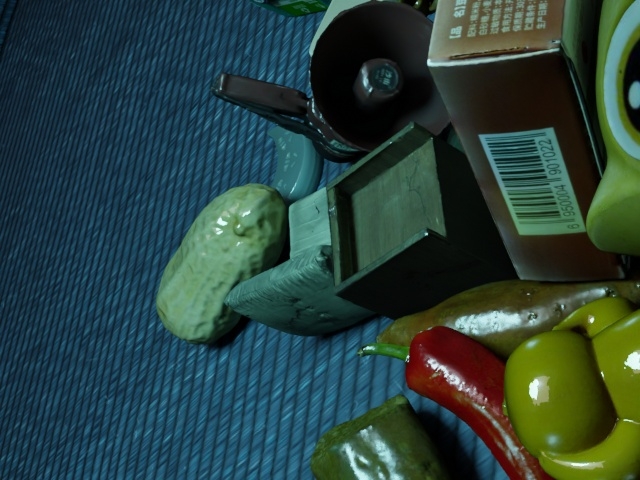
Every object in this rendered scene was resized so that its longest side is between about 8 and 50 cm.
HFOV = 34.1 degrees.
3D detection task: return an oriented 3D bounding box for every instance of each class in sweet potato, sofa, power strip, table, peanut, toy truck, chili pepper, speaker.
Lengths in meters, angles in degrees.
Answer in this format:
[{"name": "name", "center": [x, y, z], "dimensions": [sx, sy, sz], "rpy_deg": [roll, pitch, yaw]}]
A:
[{"name": "sweet potato", "center": [0.214, 0.099, 1.163], "dimensions": [0.359, 0.112, 0.112], "rpy_deg": [-11, 60, 34]}, {"name": "sofa", "center": [0.000, 0.000, 1.446], "dimensions": [0.210, 0.176, 0.225], "rpy_deg": [-25, 51, 43]}, {"name": "power strip", "center": [-0.057, -0.094, 1.694], "dimensions": [0.137, 0.044, 0.215], "rpy_deg": [-15, 58, 47]}, {"name": "table", "center": [0.126, -0.001, 1.267], "dimensions": [0.172, 0.193, 0.169], "rpy_deg": [-35, 45, 36]}, {"name": "peanut", "center": [-0.151, 0.033, 1.632], "dimensions": [0.313, 0.152, 0.152], "rpy_deg": [-59, 32, 34]}, {"name": "toy truck", "center": [-0.034, -0.462, 1.824], "dimensions": [0.253, 0.124, 0.114], "rpy_deg": [6, 74, 52]}, {"name": "sweet potato", "center": [0.101, 0.318, 1.157], "dimensions": [0.158, 0.158, 0.369], "rpy_deg": [-49, 45, 21]}, {"name": "chili pepper", "center": [0.179, 0.205, 1.069], "dimensions": [0.137, 0.092, 0.368], "rpy_deg": [-48, 60, 17]}, {"name": "speaker", "center": [0.010, -0.172, 1.414], "dimensions": [0.329, 0.259, 0.198], "rpy_deg": [152, 103, -72]}]

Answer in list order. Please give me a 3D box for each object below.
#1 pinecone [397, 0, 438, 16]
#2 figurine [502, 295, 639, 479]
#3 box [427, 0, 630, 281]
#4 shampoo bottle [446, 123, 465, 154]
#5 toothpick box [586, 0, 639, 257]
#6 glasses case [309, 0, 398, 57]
[{"name": "pinecone", "center": [0.190, -0.374, 1.367], "dimensions": [0.244, 0.309, 0.244], "rpy_deg": [-49, 2, 3]}, {"name": "figurine", "center": [0.297, 0.131, 0.962], "dimensions": [0.228, 0.215, 0.215], "rpy_deg": [-35, 44, 32]}, {"name": "box", "center": [0.238, -0.209, 1.063], "dimensions": [0.122, 0.344, 0.385], "rpy_deg": [-3, 55, 24]}, {"name": "shampoo bottle", "center": [0.192, -0.132, 1.396], "dimensions": [0.069, 0.041, 0.190], "rpy_deg": [14, 81, 52]}, {"name": "toothpick box", "center": [0.417, -0.159, 0.800], "dimensions": [0.409, 0.409, 0.425], "rpy_deg": [17, 87, 55]}, {"name": "glasses case", "center": [0.109, -0.417, 1.649], "dimensions": [0.144, 0.076, 0.336], "rpy_deg": [30, 94, 54]}]
